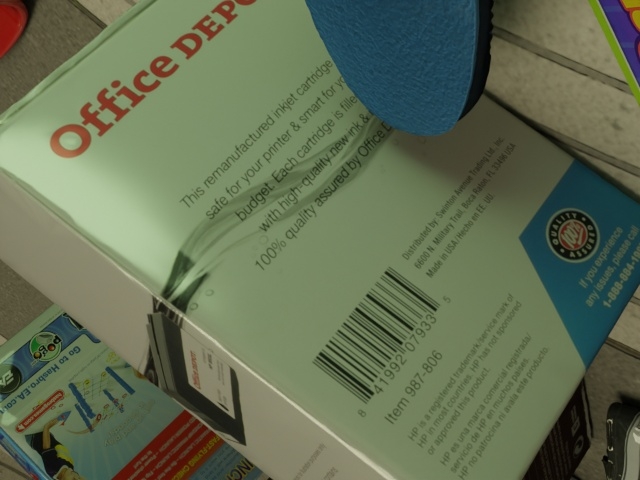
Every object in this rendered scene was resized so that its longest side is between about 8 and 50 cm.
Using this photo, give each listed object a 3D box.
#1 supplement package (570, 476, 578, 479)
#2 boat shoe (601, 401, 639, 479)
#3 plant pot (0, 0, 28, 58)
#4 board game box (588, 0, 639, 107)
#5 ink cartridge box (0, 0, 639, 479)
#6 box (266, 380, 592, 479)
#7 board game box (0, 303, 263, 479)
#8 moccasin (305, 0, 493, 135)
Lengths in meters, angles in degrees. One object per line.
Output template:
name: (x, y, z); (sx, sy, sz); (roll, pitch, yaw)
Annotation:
supplement package: (0.193, 0.357, 1.036); (0.263, 0.199, 0.198); (33, 149, 15)
boat shoe: (0.281, 0.200, 0.888); (0.040, 0.049, 0.142); (26, 141, 34)
plant pot: (-0.476, -0.257, 0.960); (0.243, 0.275, 0.275); (56, 149, -3)
board game box: (0.217, -0.107, 0.427); (0.347, 0.078, 0.233); (55, 176, -23)
ink cartridge box: (0.000, 0.000, 0.704); (0.395, 0.285, 0.166); (37, 150, 7)
box: (0.065, 0.247, 0.855); (0.191, 0.381, 0.143); (16, 141, 37)
board game box: (-0.195, 0.181, 1.115); (0.302, 0.308, 0.086); (46, 151, 4)
moccasin: (0.054, -0.219, 0.532); (0.138, 0.117, 0.341); (15, 138, 30)
